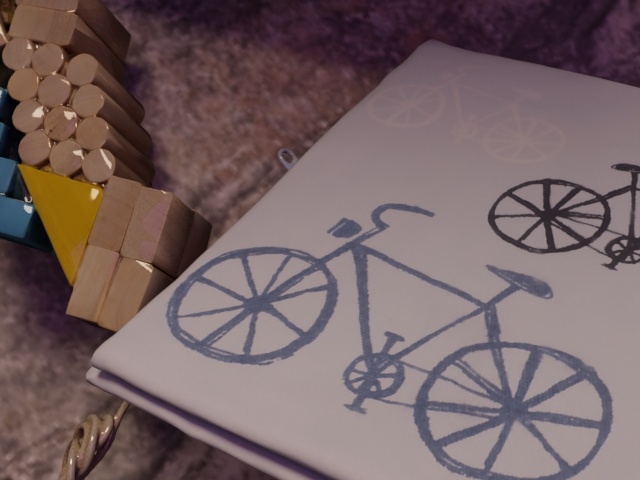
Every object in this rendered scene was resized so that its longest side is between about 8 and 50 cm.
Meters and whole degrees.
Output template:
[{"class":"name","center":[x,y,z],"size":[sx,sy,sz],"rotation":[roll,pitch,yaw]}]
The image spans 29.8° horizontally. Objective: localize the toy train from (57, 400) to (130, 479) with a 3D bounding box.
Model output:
[{"class":"toy train","center":[-0.219,0.160,0.706],"size":[0.143,0.105,0.248],"rotation":[25,77,15]}]

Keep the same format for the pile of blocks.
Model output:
[{"class":"pile of blocks","center":[-0.177,-0.089,0.758],"size":[0.149,0.112,0.362],"rotation":[-23,73,6]}]

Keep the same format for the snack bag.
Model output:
[{"class":"snack bag","center":[0.097,0.012,0.634],"size":[0.323,0.037,0.342],"rotation":[18,49,32]}]
